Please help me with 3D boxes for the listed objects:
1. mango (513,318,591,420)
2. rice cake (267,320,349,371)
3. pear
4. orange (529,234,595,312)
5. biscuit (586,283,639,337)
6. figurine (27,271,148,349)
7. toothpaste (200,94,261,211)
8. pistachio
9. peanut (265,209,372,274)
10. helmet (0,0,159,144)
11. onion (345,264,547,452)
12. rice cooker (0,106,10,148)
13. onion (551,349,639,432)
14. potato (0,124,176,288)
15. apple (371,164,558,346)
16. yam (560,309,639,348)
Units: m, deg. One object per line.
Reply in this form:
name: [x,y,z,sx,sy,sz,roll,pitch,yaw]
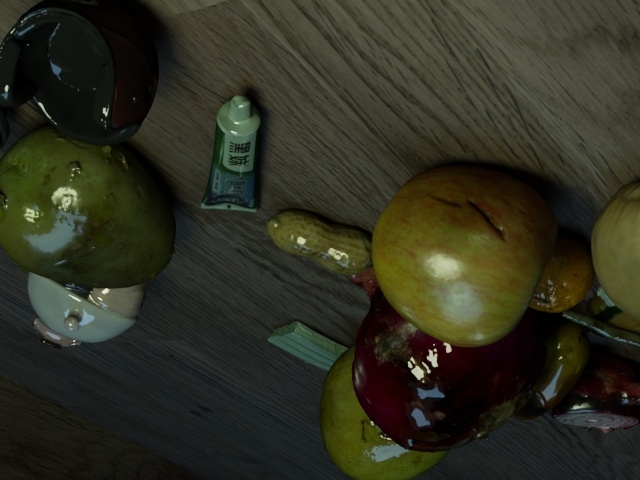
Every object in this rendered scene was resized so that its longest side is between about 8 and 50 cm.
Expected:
mango: [0.399,0.210,1.917,0.136,0.166,0.236,46,158,0]
rice cake: [0.007,0.246,2.360,0.237,0.043,0.127,27,154,-22]
pear: [0.152,0.354,2.203,0.303,0.304,0.304,13,155,6]
orange: [0.355,0.054,1.662,0.135,0.118,0.135,19,159,8]
biscuit: [0.568,0.127,1.760,0.287,0.057,0.344,-4,149,36]
figurine: [-0.465,0.105,2.138,0.253,0.211,0.361,13,164,-19]
toothpaste: [-0.133,-0.121,1.645,0.098,0.061,0.392,4,158,-6]
pistachio: [0.457,0.012,1.448,0.162,0.181,0.293,-29,151,-10]
peanut: [0.000,0.001,1.806,0.192,0.089,0.089,23,155,-6]
helmet: [-0.305,-0.219,1.380,0.189,0.193,0.216,13,142,12]
onion: [0.175,0.157,1.802,0.385,0.347,0.348,49,168,25]
rice cooker: [-0.613,-0.172,1.626,0.267,0.225,0.267,12,157,5]
onion: [0.541,0.278,1.999,0.195,0.140,0.218,21,155,-21]
potato: [-0.391,-0.035,1.780,0.269,0.219,0.359,-19,148,12]
apple: [0.197,0.016,1.526,0.264,0.264,0.264,13,155,6]
yam: [0.509,0.160,1.774,0.234,0.029,0.027,20,132,1]
